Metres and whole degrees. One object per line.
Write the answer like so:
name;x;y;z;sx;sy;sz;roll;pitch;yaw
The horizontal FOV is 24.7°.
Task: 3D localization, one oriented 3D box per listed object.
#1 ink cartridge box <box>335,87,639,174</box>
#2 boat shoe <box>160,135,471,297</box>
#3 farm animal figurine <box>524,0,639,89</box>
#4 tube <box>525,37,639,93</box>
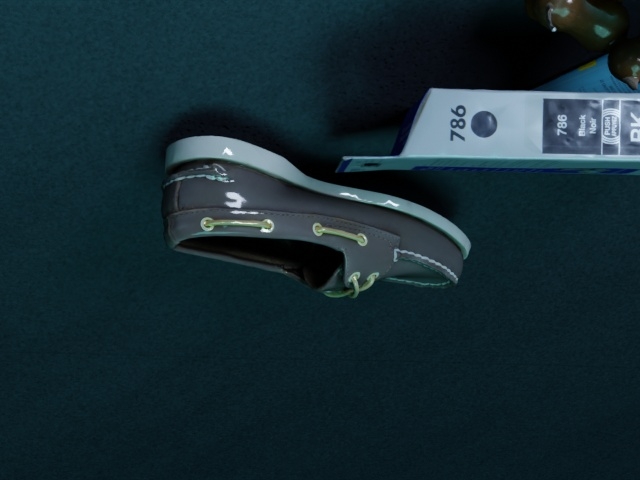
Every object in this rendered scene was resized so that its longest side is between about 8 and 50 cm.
ink cartridge box;0.179;-0.089;1.231;0.333;0.065;0.165;0;180;-3
boat shoe;0.000;0.000;1.332;0.324;0.096;0.116;19;155;-32
farm animal figurine;0.297;-0.238;1.078;0.330;0.172;0.327;-25;140;15
tube;0.289;-0.153;1.287;0.207;0.052;0.080;-24;139;22
